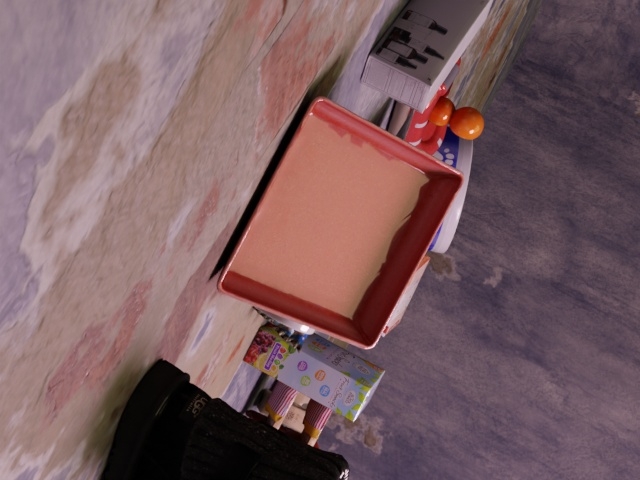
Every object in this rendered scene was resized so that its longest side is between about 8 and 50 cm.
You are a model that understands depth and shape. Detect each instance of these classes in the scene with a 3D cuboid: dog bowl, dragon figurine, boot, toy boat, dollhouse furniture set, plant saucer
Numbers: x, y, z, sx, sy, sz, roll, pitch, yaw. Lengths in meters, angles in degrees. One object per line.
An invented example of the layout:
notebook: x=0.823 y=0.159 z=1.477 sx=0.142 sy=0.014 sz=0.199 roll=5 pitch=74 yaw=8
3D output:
dog bowl: x=0.236 y=-0.112 z=2.528 sx=0.265 sy=0.104 sz=0.264 roll=-168 pitch=-90 yaw=-87
dragon figurine: x=-0.015 y=0.088 z=1.828 sx=0.144 sy=0.085 sz=0.289 roll=-44 pitch=161 yaw=-2
boot: x=-0.123 y=0.318 z=1.422 sx=0.131 sy=0.260 sz=0.348 roll=-54 pitch=169 yaw=-42
toy boat: x=0.214 y=-0.223 z=2.101 sx=0.151 sy=0.151 sz=0.231 roll=-57 pitch=171 yaw=-26
dollhouse furniture set: x=-0.044 y=0.275 z=2.377 sx=0.201 sy=0.152 sz=0.374 roll=-62 pitch=-170 yaw=2
plant saucer: x=0.021 y=-0.020 z=1.473 sx=0.048 sy=0.259 sz=0.258 roll=36 pitch=-81 yaw=54

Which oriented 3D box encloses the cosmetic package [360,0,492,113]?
cosmetic package: x=0.154 y=-0.287 z=1.685 sx=0.239 sy=0.099 sz=0.060 roll=-56 pitch=171 yaw=-38

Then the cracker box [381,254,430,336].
cracker box: x=0.122 y=0.077 z=2.530 sx=0.067 sy=0.156 sz=0.232 roll=-40 pitch=160 yaw=-37

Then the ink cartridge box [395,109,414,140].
ink cartridge box: x=0.089 y=-0.034 z=1.986 sx=0.296 sy=0.066 sz=0.261 roll=-58 pitch=-174 yaw=42

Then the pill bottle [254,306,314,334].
pill bottle: x=0.000 y=0.000 z=1.580 sx=0.229 sy=0.131 sz=0.131 roll=-62 pitch=172 yaw=5

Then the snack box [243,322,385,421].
snack box: x=-0.006 y=0.210 z=2.005 sx=0.070 sy=0.207 sz=0.174 roll=-62 pitch=173 yaw=9
